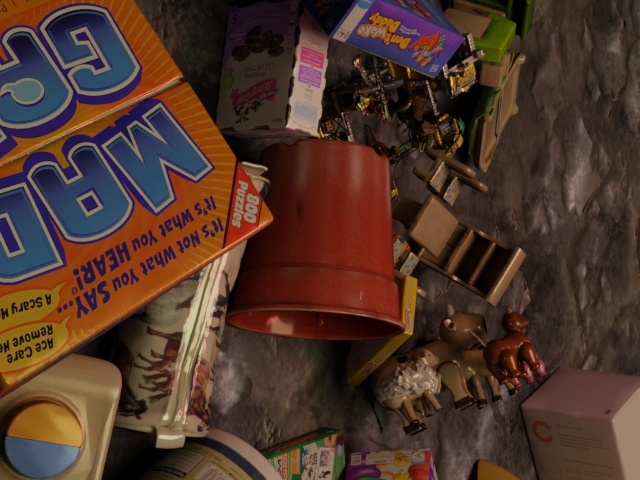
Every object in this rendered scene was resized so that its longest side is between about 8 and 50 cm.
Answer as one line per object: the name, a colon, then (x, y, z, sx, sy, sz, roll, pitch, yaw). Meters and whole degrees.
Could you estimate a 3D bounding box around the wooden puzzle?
wooden puzzle: (-0.418, 0.284, 1.410, 0.322, 0.080, 0.348, 14, 79, -18)

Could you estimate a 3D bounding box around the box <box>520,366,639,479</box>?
box: (0.572, 0.454, 2.437, 0.168, 0.215, 0.345, -34, 116, -40)

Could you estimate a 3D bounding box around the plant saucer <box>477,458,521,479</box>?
plant saucer: (0.400, 0.625, 2.264, 0.333, 0.081, 0.333, 52, 30, -33)

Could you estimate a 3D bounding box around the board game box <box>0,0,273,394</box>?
board game box: (-0.350, -0.037, 1.282, 0.356, 0.356, 0.356, -34, 92, -40)

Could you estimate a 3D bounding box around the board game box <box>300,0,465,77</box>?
board game box: (0.032, -0.398, 1.770, 0.233, 0.347, 0.078, 13, 124, -45)

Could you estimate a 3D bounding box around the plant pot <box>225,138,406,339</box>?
plant pot: (0.000, 0.000, 1.809, 0.272, 0.272, 0.265, 18, 71, -45)

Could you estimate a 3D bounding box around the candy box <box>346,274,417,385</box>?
candy box: (0.098, 0.148, 1.935, 0.027, 0.206, 0.105, 17, 55, -16)

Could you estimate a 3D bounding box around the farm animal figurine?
farm animal figurine: (0.224, 0.209, 2.067, 0.326, 0.330, 0.172, -23, 74, -10)

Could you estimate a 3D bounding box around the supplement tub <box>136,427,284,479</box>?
supplement tub: (-0.200, 0.432, 1.624, 0.316, 0.228, 0.228, -40, 119, -37)

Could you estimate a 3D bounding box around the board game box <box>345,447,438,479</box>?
board game box: (0.113, 0.486, 1.911, 0.275, 0.144, 0.142, -82, 162, -49)

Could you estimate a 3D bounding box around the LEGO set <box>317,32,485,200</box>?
LEGO set: (0.157, -0.209, 1.993, 0.331, 0.192, 0.255, -24, 109, -42)

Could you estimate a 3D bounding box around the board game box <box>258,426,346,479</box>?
board game box: (-0.038, 0.482, 1.925, 0.213, 0.046, 0.317, -11, 100, -44)

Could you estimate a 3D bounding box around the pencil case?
pencil case: (-0.189, 0.079, 1.653, 0.159, 0.183, 0.410, 17, 79, -21)

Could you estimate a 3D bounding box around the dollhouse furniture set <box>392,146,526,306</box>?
dollhouse furniture set: (0.222, 0.002, 1.998, 0.212, 0.161, 0.242, -59, 151, -2)

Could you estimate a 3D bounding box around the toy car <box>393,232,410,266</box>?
toy car: (0.113, 0.029, 2.066, 0.122, 0.040, 0.060, -26, 110, -43)

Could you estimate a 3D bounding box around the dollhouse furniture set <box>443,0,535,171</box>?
dollhouse furniture set: (0.275, -0.306, 2.183, 0.198, 0.151, 0.302, -57, 158, -36)

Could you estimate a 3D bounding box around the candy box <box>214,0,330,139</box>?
candy box: (-0.070, -0.252, 1.775, 0.070, 0.164, 0.196, 11, 83, -45)
